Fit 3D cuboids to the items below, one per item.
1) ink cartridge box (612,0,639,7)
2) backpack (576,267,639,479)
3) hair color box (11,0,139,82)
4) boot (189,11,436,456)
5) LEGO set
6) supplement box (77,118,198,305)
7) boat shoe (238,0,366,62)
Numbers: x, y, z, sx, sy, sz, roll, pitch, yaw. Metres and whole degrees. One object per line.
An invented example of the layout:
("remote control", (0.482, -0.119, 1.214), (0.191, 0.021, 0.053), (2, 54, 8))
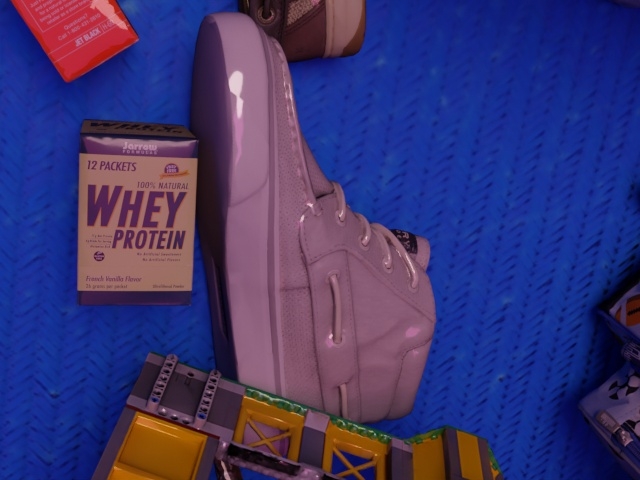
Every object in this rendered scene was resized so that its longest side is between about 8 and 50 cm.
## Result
("ink cartridge box", (0.165, -0.227, 0.336), (0.198, 0.270, 0.197), (15, 99, -17))
("backpack", (0.304, 0.122, 0.466), (0.276, 0.263, 0.213), (33, 95, -20))
("hair color box", (-0.142, -0.148, 0.384), (0.043, 0.072, 0.141), (-33, 110, -3))
("boot", (0.000, 0.000, 0.453), (0.123, 0.095, 0.258), (-10, 118, -18))
("LEGO set", (-0.047, 0.230, 0.393), (0.255, 0.192, 0.331), (28, 115, -9))
("supplement box", (-0.097, -0.017, 0.423), (0.056, 0.083, 0.083), (1, 103, -15))
("boat shoe", (-0.029, -0.196, 0.396), (0.073, 0.080, 0.224), (-17, 113, -14))
